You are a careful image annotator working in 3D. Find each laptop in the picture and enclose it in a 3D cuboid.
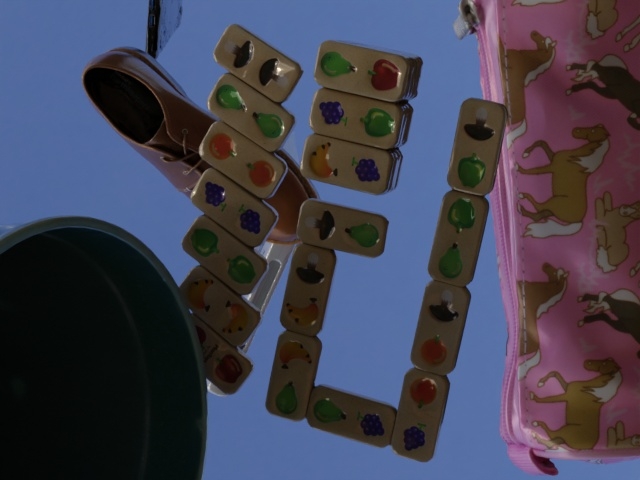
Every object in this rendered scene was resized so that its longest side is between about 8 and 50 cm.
[{"bbox_3d":[-0.183,-0.298,1.526,0.137,0.234,0.264,6,-76,0],"label":"laptop"}]

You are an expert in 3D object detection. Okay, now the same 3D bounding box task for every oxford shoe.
[{"bbox_3d":[-0.093,-0.063,1.344,0.212,0.076,0.076,35,-77,4],"label":"oxford shoe"}]

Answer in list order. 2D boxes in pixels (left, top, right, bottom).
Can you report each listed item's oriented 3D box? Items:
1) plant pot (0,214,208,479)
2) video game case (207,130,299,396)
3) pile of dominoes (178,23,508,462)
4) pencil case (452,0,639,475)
[{"bbox_3d":[-0.252,0.114,1.138,0.272,0.255,0.271,-8,-81,-55],"label":"plant pot"},{"bbox_3d":[-0.057,0.012,1.503,0.022,0.173,0.190,20,-159,-13],"label":"video game case"},{"bbox_3d":[0.000,0.000,1.139,0.040,0.196,0.251,-20,-57,-70],"label":"pile of dominoes"},{"bbox_3d":[0.193,-0.028,1.292,0.160,0.167,0.386,-20,-76,-69],"label":"pencil case"}]
